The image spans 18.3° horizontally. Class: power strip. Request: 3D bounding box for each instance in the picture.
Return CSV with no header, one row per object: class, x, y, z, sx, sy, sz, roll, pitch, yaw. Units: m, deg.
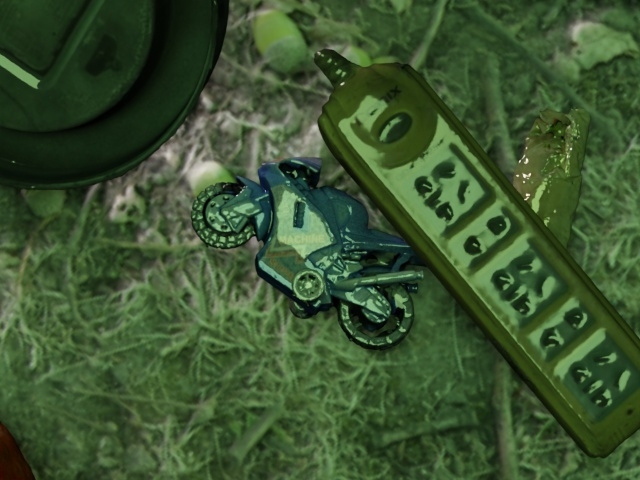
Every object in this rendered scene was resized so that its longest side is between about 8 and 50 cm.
power strip,0.125,-0.001,1.548,0.092,0.066,0.387,-41,90,-6

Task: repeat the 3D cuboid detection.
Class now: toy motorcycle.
toy motorcycle,0.000,0.000,1.598,0.205,0.076,0.114,34,77,5

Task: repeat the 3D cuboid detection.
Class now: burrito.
burrito,0.175,-0.019,1.605,0.058,0.045,0.188,13,85,18

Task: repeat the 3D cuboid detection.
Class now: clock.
clock,-0.225,-0.196,1.559,0.318,0.066,0.319,5,112,13

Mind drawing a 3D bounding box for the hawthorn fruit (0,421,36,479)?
hawthorn fruit,-0.308,0.199,1.526,0.189,0.189,0.189,0,82,2
